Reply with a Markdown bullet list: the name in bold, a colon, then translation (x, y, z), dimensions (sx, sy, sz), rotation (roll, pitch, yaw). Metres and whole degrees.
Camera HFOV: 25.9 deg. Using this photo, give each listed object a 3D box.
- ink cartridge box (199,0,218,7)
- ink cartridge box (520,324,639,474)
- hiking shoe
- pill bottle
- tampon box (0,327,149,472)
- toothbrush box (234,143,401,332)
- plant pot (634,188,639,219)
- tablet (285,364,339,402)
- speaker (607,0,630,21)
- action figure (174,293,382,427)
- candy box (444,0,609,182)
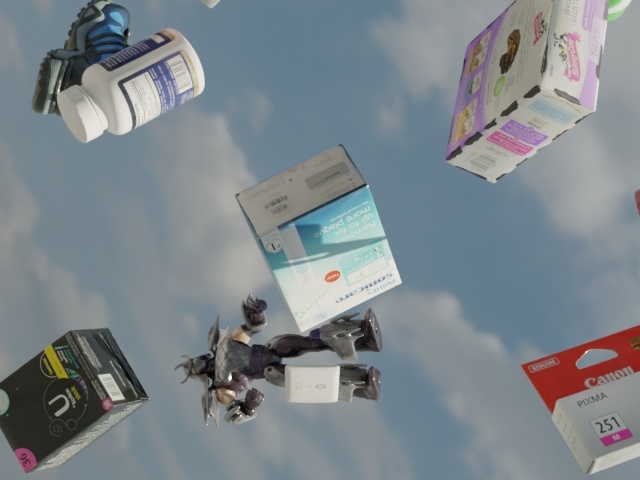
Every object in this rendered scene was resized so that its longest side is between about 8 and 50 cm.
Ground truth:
- **ink cartridge box**: translation (-0.142, -0.530, 2.153), dimensions (0.130, 0.309, 0.272), rotation (32, -36, -20)
- **ink cartridge box**: translation (0.518, 0.251, 2.376), dimensions (0.060, 0.275, 0.239), rotation (95, -27, -51)
- **hiking shoe**: translation (-0.312, -0.245, 1.998), dimensions (0.132, 0.304, 0.113), rotation (21, -55, -3)
- **pill bottle**: translation (-0.238, -0.189, 1.733), dimensions (0.094, 0.169, 0.094), rotation (46, -26, 30)
- **tampon box**: translation (-0.331, 0.206, 1.813), dimensions (0.120, 0.161, 0.101), rotation (57, 16, 13)
- **toothbrush box**: translation (0.000, 0.000, 2.513), dimensions (0.295, 0.216, 0.126), rotation (70, -7, -50)
- **plant pot**: translation (0.542, -0.037, 1.928), dimensions (0.201, 0.180, 0.201), rotation (56, 23, -38)
- **tablet**: translation (-0.009, 0.145, 1.401), dimensions (0.083, 0.054, 0.006), rotation (92, -2, -60)
- **speaker**: translation (0.417, -0.461, 2.000), dimensions (0.131, 0.131, 0.296), rotation (49, -29, 32)
- **action figure**: translation (-0.061, 0.160, 1.867), dimensions (0.099, 0.285, 0.185), rotation (60, 28, -63)
- **candy box**: translation (0.220, -0.177, 1.485), dimensions (0.070, 0.164, 0.196), rotation (22, -28, -17)
